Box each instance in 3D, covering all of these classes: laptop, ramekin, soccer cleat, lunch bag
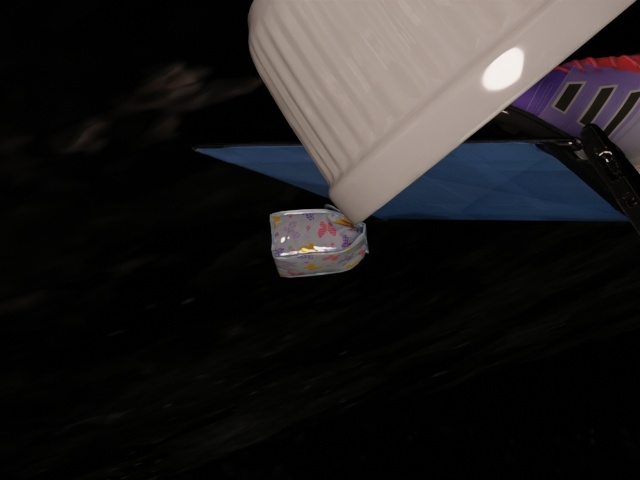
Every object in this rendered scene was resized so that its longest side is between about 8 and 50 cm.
[{"bbox_3d":[0.170,0.060,0.860,0.236,0.408,0.382,-35,162,16],"label":"laptop"},{"bbox_3d":[0.062,-0.113,0.539,0.207,0.109,0.207,-39,-179,0],"label":"ramekin"},{"bbox_3d":[0.224,-0.109,0.934,0.318,0.117,0.108,10,-170,-43],"label":"soccer cleat"},{"bbox_3d":[0.000,0.000,1.021,0.083,0.053,0.071,-3,164,4],"label":"lunch bag"}]
